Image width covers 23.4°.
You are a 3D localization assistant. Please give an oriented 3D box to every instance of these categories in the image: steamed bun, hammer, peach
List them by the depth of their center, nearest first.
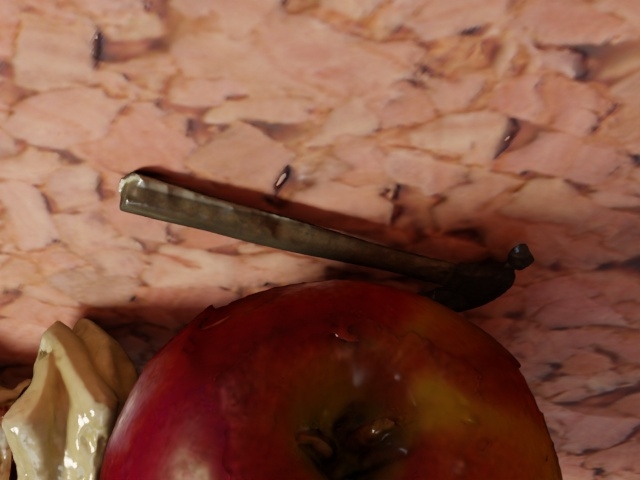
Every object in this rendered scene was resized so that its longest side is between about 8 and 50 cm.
[{"bbox_3d":[0.000,-0.001,1.104,0.297,0.027,0.125,14,150,-20],"label":"hammer"},{"bbox_3d":[0.018,0.216,1.135,0.339,0.353,0.416,24,147,13],"label":"peach"},{"bbox_3d":[-0.273,0.215,1.311,0.189,0.247,0.428,-1,134,-18],"label":"steamed bun"}]
